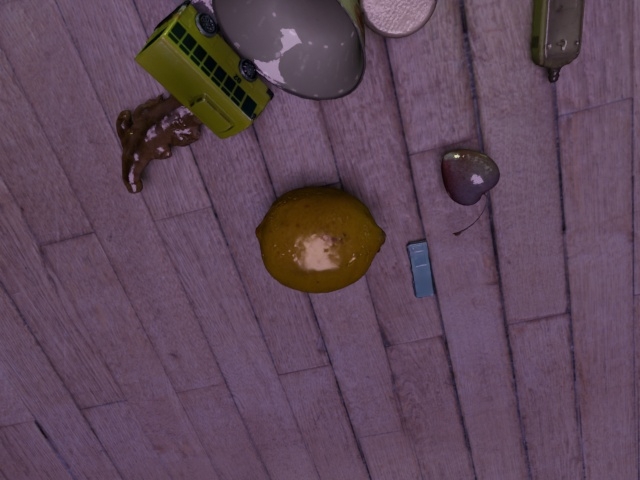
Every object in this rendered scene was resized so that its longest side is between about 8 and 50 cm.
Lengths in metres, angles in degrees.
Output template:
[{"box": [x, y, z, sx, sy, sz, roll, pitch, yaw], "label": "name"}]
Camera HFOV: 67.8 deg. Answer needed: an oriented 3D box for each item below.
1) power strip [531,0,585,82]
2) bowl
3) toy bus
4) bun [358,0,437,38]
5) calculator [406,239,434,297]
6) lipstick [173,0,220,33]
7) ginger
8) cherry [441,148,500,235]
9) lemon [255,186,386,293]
[{"box": [0.493, -0.528, 0.982, 0.092, 0.066, 0.388, -5, 112, 3], "label": "power strip"}, {"box": [-0.034, -0.457, 0.954, 0.337, 0.337, 0.157, 30, 71, -11], "label": "bowl"}, {"box": [-0.239, -0.343, 1.008, 0.128, 0.150, 0.262, -12, 137, 41], "label": "toy bus"}, {"box": [0.153, -0.508, 0.973, 0.172, 0.120, 0.173, 2, 122, 3], "label": "bun"}, {"box": [0.271, 0.079, 1.289, 0.057, 0.018, 0.172, -11, 114, 9], "label": "calculator"}, {"box": [-0.342, -0.592, 0.980, 0.076, 0.080, 0.371, -41, 106, 20], "label": "lipstick"}, {"box": [-0.381, -0.272, 1.131, 0.333, 0.080, 0.166, -38, 92, 18], "label": "ginger"}, {"box": [0.331, -0.132, 1.141, 0.148, 0.115, 0.188, 28, 120, -31], "label": "cherry"}, {"box": [0.000, 0.000, 1.134, 0.310, 0.258, 0.258, -2, 114, 6], "label": "lemon"}]
